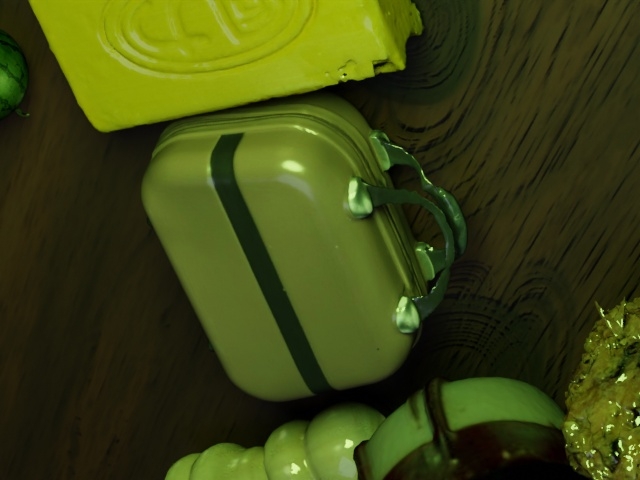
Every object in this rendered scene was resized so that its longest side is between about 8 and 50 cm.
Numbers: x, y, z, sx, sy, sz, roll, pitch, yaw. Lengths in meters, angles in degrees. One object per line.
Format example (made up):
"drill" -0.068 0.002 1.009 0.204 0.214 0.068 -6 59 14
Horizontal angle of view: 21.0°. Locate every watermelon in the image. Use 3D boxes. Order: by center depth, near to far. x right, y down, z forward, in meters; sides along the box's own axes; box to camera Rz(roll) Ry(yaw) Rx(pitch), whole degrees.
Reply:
"watermelon" -0.327 -0.157 1.650 0.109 0.109 0.109 9 129 12

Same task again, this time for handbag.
"handbag" 0.000 0.000 1.629 0.283 0.149 0.302 -9 122 22

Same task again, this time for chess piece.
"chess piece" -0.030 0.259 1.859 0.260 0.143 0.143 -27 115 26

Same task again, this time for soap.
"soap" -0.087 -0.215 1.518 0.324 0.096 0.204 -10 122 25

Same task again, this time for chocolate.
"chocolate" 0.147 0.248 1.708 0.283 0.186 0.284 -16 142 -13

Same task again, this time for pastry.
"pastry" 0.343 0.166 1.565 0.275 0.275 0.193 40 123 -14
